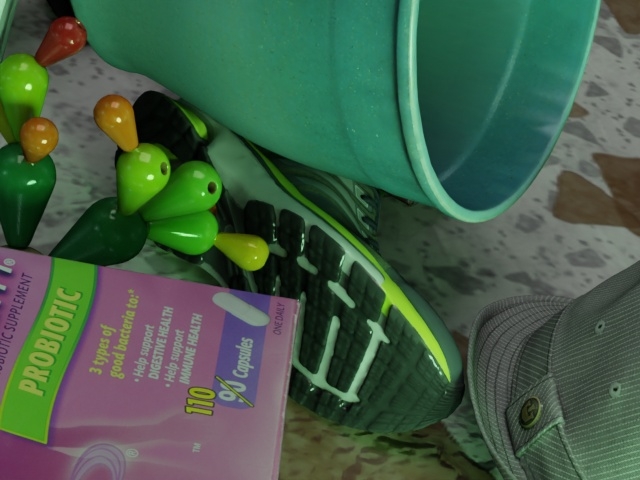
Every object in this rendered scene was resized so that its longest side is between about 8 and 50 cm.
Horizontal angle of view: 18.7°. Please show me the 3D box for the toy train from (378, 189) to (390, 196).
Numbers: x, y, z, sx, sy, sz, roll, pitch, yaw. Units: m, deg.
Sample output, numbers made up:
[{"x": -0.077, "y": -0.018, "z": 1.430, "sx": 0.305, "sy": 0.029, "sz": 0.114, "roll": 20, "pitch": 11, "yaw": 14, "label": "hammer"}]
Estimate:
[{"x": 0.049, "y": -0.041, "z": 1.326, "sx": 0.083, "sy": 0.017, "sz": 0.023, "roll": -6, "pitch": 49, "yaw": -29, "label": "toy train"}]

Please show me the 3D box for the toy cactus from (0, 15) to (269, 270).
[{"x": -0.139, "y": -0.001, "z": 1.080, "sx": 0.180, "sy": 0.219, "sz": 0.112, "roll": -32, "pitch": 29, "yaw": 4, "label": "toy cactus"}]

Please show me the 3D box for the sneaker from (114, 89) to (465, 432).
[{"x": 0.000, "y": 0.000, "z": 1.171, "sx": 0.121, "sy": 0.111, "sz": 0.300, "roll": -9, "pitch": 42, "yaw": -38, "label": "sneaker"}]

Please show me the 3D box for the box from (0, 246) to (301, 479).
[{"x": -0.143, "y": 0.112, "z": 0.929, "sx": 0.243, "sy": 0.117, "sz": 0.213, "roll": 10, "pitch": 34, "yaw": -1, "label": "box"}]

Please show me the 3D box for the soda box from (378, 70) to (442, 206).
[{"x": -0.007, "y": -0.125, "z": 1.336, "sx": 0.263, "sy": 0.092, "sz": 0.083, "roll": 29, "pitch": 34, "yaw": 30, "label": "soda box"}]

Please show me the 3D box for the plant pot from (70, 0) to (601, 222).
[{"x": 0.001, "y": -0.168, "z": 1.132, "sx": 0.255, "sy": 0.271, "sz": 0.271, "roll": 13, "pitch": 30, "yaw": 26, "label": "plant pot"}]

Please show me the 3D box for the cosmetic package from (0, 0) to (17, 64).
[{"x": -0.225, "y": -0.090, "z": 1.092, "sx": 0.085, "sy": 0.231, "sz": 0.117, "roll": 17, "pitch": 34, "yaw": -9, "label": "cosmetic package"}]

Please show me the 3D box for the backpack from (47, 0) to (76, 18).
[{"x": -0.134, "y": -0.252, "z": 1.412, "sx": 0.115, "sy": 0.182, "sz": 0.152, "roll": 36, "pitch": 40, "yaw": 29, "label": "backpack"}]

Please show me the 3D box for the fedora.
[{"x": 0.211, "y": 0.085, "z": 1.074, "sx": 0.244, "sy": 0.124, "sz": 0.275, "roll": 22, "pitch": 34, "yaw": -12, "label": "fedora"}]
